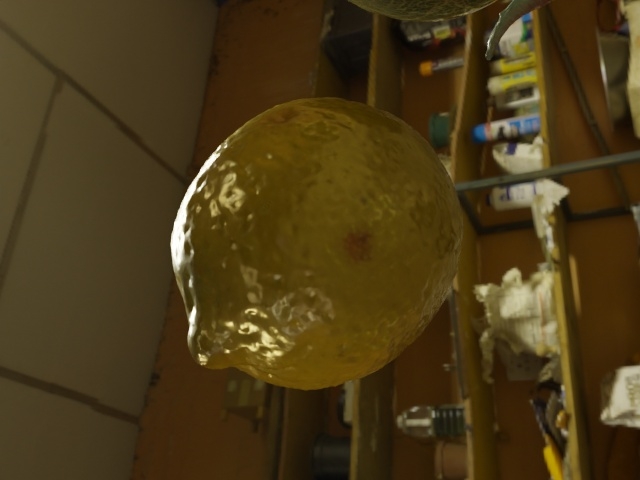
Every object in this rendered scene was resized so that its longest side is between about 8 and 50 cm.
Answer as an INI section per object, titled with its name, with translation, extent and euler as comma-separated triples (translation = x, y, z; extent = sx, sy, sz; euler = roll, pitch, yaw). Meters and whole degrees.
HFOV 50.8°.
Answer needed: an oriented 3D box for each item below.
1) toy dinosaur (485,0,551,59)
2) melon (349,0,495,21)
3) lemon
[toy dinosaur]
translation = 0.200, -0.242, 0.518
extent = 0.053, 0.167, 0.242
euler = 61, -135, -70
[melon]
translation = 0.100, -0.370, 0.739
extent = 0.249, 0.329, 0.248
euler = -21, -55, -35
[lemon]
translation = -0.004, 0.005, 0.552
extent = 0.253, 0.228, 0.228
euler = -49, -54, -45
